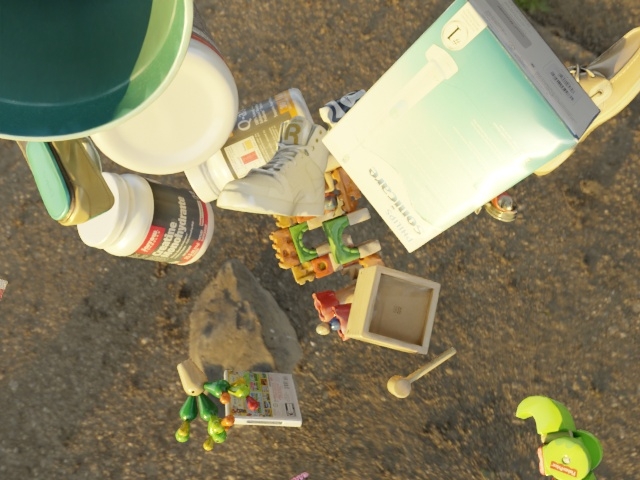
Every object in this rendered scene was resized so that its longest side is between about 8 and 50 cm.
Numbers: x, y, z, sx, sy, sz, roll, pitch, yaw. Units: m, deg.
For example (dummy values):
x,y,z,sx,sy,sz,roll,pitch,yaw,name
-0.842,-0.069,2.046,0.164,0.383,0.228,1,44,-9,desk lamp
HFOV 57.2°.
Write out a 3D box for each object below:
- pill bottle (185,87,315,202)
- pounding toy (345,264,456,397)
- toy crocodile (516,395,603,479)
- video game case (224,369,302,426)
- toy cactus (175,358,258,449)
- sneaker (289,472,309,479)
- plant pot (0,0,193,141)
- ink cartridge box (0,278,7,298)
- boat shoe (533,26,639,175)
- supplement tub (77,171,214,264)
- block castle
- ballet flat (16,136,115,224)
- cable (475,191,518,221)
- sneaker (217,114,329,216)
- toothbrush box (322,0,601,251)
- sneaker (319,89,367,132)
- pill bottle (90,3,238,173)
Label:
x,y,z,sx,sy,sz,roll,pitch,yaw,name
-0.142,-0.194,1.232,0.278,0.162,0.162,-23,59,3,pill bottle
0.141,0.169,1.041,0.180,0.094,0.206,17,78,-14,pounding toy
0.412,0.416,0.939,0.105,0.115,0.341,-25,69,32,toy crocodile
-0.169,0.448,1.682,0.206,0.026,0.227,7,20,-13,video game case
-0.232,0.327,1.218,0.219,0.112,0.181,-41,74,32,toy cactus
-0.075,0.648,1.514,0.119,0.047,0.057,-21,71,-20,sneaker
-0.261,-0.275,0.525,0.271,0.272,0.255,-22,51,7,plant pot
-0.593,0.068,0.888,0.067,0.198,0.115,-65,26,0,ink cartridge box
0.510,-0.284,1.149,0.341,0.110,0.122,-50,19,17,boat shoe
-0.408,-0.050,1.396,0.191,0.272,0.191,-8,77,37,supplement tub
0.000,0.000,1.474,0.212,0.303,0.454,-20,97,-11,block castle
-0.302,-0.123,0.655,0.080,0.073,0.233,-29,83,36,ballet flat
0.356,-0.130,1.261,0.139,0.072,0.287,20,33,-1,cable
-0.069,-0.126,0.968,0.108,0.292,0.169,10,97,21,sneaker
0.176,-0.153,0.798,0.216,0.295,0.126,51,44,1,toothbrush box
0.093,-0.310,1.533,0.153,0.235,0.094,-33,61,-1,sneaker
-0.267,-0.284,0.904,0.210,0.210,0.363,-30,47,3,pill bottle
